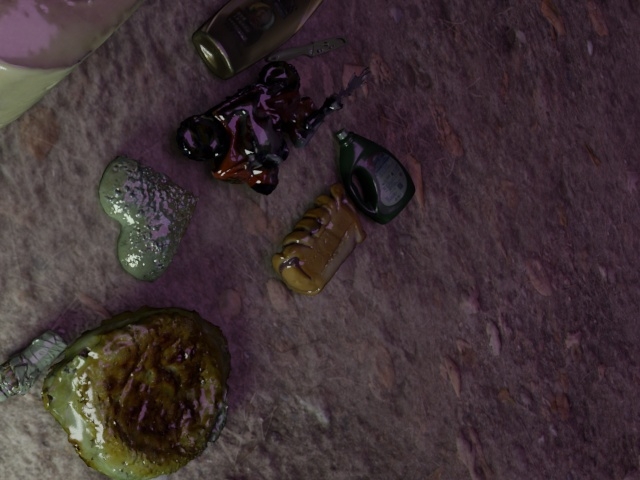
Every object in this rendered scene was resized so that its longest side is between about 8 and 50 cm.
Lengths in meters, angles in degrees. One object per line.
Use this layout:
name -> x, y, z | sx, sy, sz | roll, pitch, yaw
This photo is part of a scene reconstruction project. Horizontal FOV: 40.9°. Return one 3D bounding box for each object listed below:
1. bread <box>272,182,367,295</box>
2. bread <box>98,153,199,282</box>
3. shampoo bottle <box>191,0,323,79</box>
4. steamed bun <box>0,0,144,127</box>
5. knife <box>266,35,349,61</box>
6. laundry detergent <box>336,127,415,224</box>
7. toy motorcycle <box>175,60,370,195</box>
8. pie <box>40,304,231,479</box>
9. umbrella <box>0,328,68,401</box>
bread -> 0.000, 0.000, 1.699 | 0.225, 0.081, 0.134 | -51, 120, -25
bread -> -0.293, -0.045, 1.518 | 0.172, 0.064, 0.232 | -19, 101, -30
shampoo bottle -> -0.088, -0.445, 1.648 | 0.350, 0.084, 0.126 | -43, 109, -27
steamed bun -> -0.441, -0.386, 1.246 | 0.290, 0.371, 0.456 | 45, 57, -21
knife -> -0.023, -0.383, 1.729 | 0.207, 0.014, 0.030 | -23, 100, -32
laundry detergent -> 0.099, -0.141, 1.776 | 0.137, 0.063, 0.211 | -49, 114, -17
toy motorcycle -> -0.076, -0.227, 1.623 | 0.401, 0.134, 0.207 | -40, 110, -25
pie -> -0.296, 0.257, 1.485 | 0.354, 0.103, 0.288 | -18, 106, -36
umbrella -> -0.479, 0.205, 1.400 | 0.143, 0.062, 0.067 | -50, 145, -24
